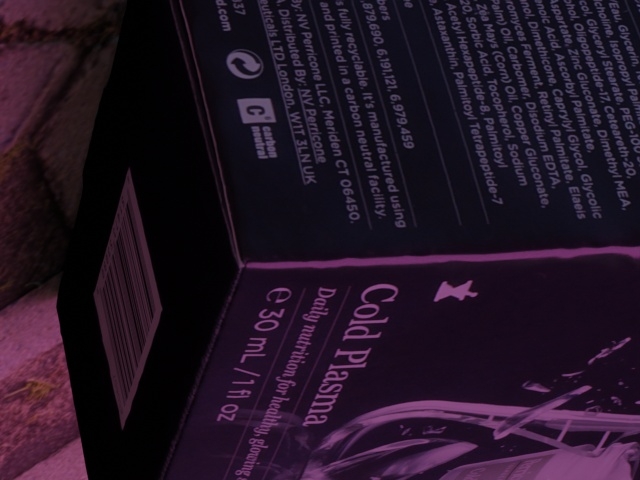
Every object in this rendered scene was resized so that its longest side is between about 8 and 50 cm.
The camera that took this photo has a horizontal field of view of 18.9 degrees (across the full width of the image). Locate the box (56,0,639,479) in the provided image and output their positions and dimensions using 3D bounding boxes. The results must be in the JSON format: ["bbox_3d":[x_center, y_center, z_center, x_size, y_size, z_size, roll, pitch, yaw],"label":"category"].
[{"bbox_3d":[0.087,0.021,1.394,0.472,0.297,0.480,-4,147,-19],"label":"box"}]
